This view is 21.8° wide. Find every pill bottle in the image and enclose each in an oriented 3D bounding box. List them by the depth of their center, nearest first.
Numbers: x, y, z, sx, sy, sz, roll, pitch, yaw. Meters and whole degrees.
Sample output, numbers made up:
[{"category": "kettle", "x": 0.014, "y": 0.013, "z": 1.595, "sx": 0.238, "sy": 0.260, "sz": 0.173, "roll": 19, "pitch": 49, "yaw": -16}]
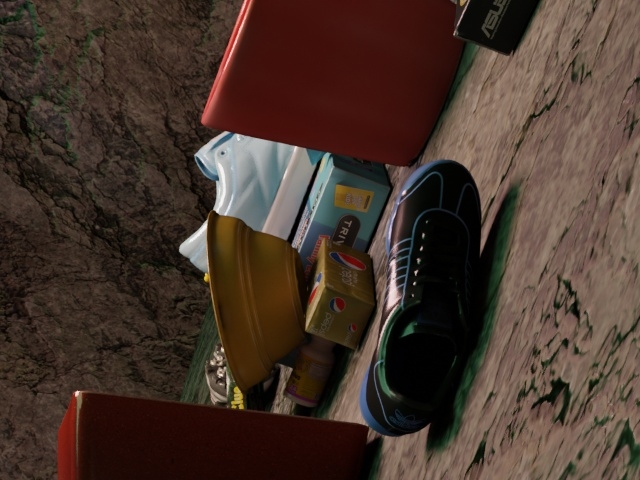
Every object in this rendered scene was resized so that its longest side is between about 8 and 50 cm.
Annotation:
[{"category": "pill bottle", "x": -0.009, "y": 0.147, "z": 1.916, "sx": 0.043, "sy": 0.043, "sz": 0.083, "roll": -106, "pitch": 37, "yaw": -80}]

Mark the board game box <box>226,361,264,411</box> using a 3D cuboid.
[{"category": "board game box", "x": -0.090, "y": 0.191, "z": 2.018, "sx": 0.136, "sy": 0.030, "sz": 0.259, "roll": 73, "pitch": -170, "yaw": -50}]

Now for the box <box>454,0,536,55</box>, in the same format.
[{"category": "box", "x": 0.204, "y": -0.337, "z": 1.545, "sx": 0.216, "sy": 0.060, "sz": 0.270, "roll": -78, "pitch": 10, "yaw": -57}]

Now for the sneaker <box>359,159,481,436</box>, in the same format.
[{"category": "sneaker", "x": 0.089, "y": 0.039, "z": 1.294, "sx": 0.090, "sy": 0.081, "sz": 0.232, "roll": 138, "pitch": 145, "yaw": -71}]

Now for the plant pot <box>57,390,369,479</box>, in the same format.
[{"category": "plant pot", "x": -0.121, "y": 0.291, "z": 1.553, "sx": 0.267, "sy": 0.267, "sz": 0.235, "roll": 130, "pitch": 147, "yaw": -72}]

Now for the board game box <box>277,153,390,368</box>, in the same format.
[{"category": "board game box", "x": 0.000, "y": 0.000, "z": 2.146, "sx": 0.336, "sy": 0.079, "sz": 0.253, "roll": -97, "pitch": 28, "yaw": -76}]

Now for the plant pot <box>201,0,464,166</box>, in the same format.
[{"category": "plant pot", "x": 0.021, "y": -0.213, "z": 1.889, "sx": 0.275, "sy": 0.243, "sz": 0.274, "roll": -159, "pitch": 90, "yaw": -84}]

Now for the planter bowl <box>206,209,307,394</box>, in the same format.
[{"category": "planter bowl", "x": -0.063, "y": 0.063, "z": 1.910, "sx": 0.217, "sy": 0.090, "sz": 0.217, "roll": -11, "pitch": -90, "yaw": -84}]

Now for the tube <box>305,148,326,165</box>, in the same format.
[{"category": "tube", "x": 0.042, "y": -0.176, "z": 2.066, "sx": 0.052, "sy": 0.080, "sz": 0.207, "roll": -2, "pitch": 28, "yaw": 46}]

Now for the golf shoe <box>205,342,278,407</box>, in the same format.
[{"category": "golf shoe", "x": -0.117, "y": 0.225, "z": 2.467, "sx": 0.273, "sy": 0.105, "sz": 0.120, "roll": -80, "pitch": -5, "yaw": -87}]

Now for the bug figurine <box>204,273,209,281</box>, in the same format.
[{"category": "bug figurine", "x": -0.064, "y": -0.046, "z": 2.367, "sx": 0.279, "sy": 0.072, "sz": 0.216, "roll": -39, "pitch": -30, "yaw": -54}]

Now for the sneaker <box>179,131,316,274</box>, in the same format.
[{"category": "sneaker", "x": -0.079, "y": -0.122, "z": 2.153, "sx": 0.135, "sy": 0.150, "sz": 0.365, "roll": 142, "pitch": 148, "yaw": -76}]

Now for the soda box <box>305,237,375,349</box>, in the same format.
[{"category": "soda box", "x": 0.021, "y": 0.057, "z": 1.857, "sx": 0.181, "sy": 0.061, "sz": 0.058, "roll": -89, "pitch": 20, "yaw": -72}]
